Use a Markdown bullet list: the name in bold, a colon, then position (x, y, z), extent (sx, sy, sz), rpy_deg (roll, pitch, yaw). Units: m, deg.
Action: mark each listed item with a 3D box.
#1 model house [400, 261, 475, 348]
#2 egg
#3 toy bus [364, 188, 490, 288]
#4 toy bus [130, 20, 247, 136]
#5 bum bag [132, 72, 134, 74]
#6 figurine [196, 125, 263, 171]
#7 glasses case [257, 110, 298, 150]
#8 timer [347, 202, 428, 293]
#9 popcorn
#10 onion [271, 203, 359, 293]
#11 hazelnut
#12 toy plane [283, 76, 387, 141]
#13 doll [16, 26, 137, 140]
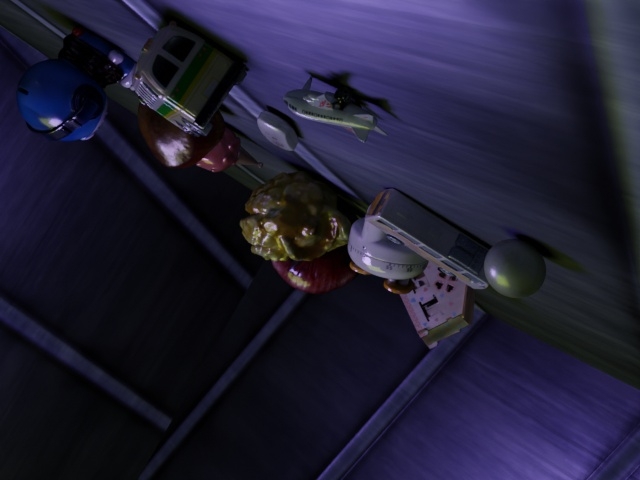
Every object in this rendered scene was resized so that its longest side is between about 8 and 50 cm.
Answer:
- **model house**: position (0.381, 0.150, 2.469), extent (0.169, 0.244, 0.326), rpy_deg (37, -154, -58)
- **egg**: position (0.384, 0.056, 1.509), extent (0.114, 0.114, 0.152), rpy_deg (28, 179, 37)
- **toy bus**: position (0.274, -0.004, 1.830), extent (0.342, 0.097, 0.138), rpy_deg (32, 170, -10)
- **toy bus**: position (-0.266, -0.304, 1.467), extent (0.179, 0.143, 0.305), rpy_deg (33, 177, -16)
- **bum bag**: position (-0.438, -0.424, 2.103), extent (0.087, 0.049, 0.198), rpy_deg (3, 166, 21)
- **figurine**: position (-0.346, -0.307, 2.289), extent (0.387, 0.166, 0.207), rpy_deg (28, -149, -8)
- **glasses case**: position (-0.095, -0.244, 1.719), extent (0.074, 0.049, 0.193), rpy_deg (30, 176, 8)
- **timer**: position (0.191, -0.005, 2.083), extent (0.233, 0.240, 0.233), rpy_deg (10, -158, -4)
- **popcorn**: position (-0.071, -0.071, 2.336), extent (0.279, 0.335, 0.274), rpy_deg (67, 161, 2)
- **onion**: position (0.000, 0.000, 2.581), extent (0.347, 0.347, 0.285), rpy_deg (29, 151, 9)
- **hazelnut**: position (-0.370, -0.311, 2.024), extent (0.229, 0.229, 0.229), rpy_deg (30, 177, 2)
- **toy plane**: position (0.018, -0.201, 1.171), extent (0.171, 0.065, 0.162), rpy_deg (31, 178, 25)
- **doll**: position (-0.668, -0.406, 2.059), extent (0.284, 0.310, 0.240), rpy_deg (27, 175, 41)
